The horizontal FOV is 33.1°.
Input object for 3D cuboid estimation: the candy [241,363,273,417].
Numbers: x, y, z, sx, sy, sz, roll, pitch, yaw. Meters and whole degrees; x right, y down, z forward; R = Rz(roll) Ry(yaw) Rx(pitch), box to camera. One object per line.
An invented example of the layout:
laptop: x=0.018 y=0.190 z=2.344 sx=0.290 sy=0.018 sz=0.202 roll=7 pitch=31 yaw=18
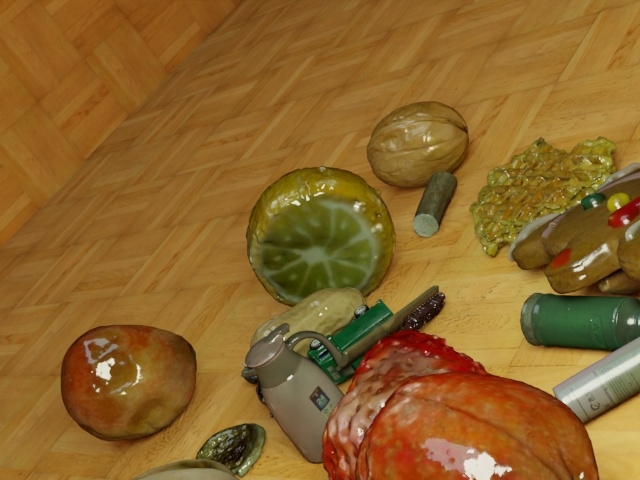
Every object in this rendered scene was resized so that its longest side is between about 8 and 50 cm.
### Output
candy: x=-0.073 y=0.229 z=1.752 sx=0.094 sy=0.051 sz=0.226 roll=-34 pitch=24 yaw=-1

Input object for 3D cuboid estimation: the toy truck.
toy truck: x=0.056 y=0.161 z=1.685 sx=0.147 sy=0.065 sz=0.079 roll=-36 pitch=23 yaw=-1

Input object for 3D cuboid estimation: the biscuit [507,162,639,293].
biscuit: x=0.405 y=-0.031 z=1.407 sx=0.283 sy=0.064 sz=0.432 roll=-32 pitch=7 yaw=1

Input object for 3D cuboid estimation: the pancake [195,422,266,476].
pancake: x=-0.140 y=0.330 z=1.693 sx=0.129 sy=0.022 sz=0.116 roll=-14 pitch=32 yaw=31

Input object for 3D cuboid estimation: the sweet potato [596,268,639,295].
sweet potato: x=0.446 y=0.010 z=1.442 sx=0.078 sy=0.058 sz=0.255 roll=1 pitch=30 yaw=34

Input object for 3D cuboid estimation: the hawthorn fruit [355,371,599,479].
hawthorn fruit: x=0.164 y=0.264 z=1.129 sx=0.262 sy=0.258 sz=0.258 roll=18 pitch=45 yaw=11

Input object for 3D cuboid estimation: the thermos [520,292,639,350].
thermos: x=0.356 y=0.108 z=1.392 sx=0.188 sy=0.083 sz=0.073 roll=0 pitch=72 yaw=50

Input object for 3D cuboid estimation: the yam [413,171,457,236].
yam: x=0.203 y=-0.067 z=1.915 sx=0.054 sy=0.054 sz=0.132 roll=-16 pitch=33 yaw=38

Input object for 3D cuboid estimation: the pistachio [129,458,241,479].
pistachio: x=-0.217 y=0.397 z=1.538 sx=0.238 sy=0.153 sz=0.138 roll=-18 pitch=25 yaw=-29

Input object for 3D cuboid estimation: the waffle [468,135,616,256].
waffle: x=0.360 y=-0.086 z=1.746 sx=0.291 sy=0.051 sz=0.291 roll=-30 pitch=24 yaw=15

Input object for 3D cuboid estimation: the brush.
brush: x=0.111 y=0.133 z=1.600 sx=0.036 sy=0.043 sz=0.248 roll=30 pitch=37 yaw=27

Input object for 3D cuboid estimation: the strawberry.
strawberry: x=0.108 y=0.215 z=1.422 sx=0.265 sy=0.149 sz=0.336 roll=-31 pitch=24 yaw=15

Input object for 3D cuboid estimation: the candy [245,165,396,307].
candy: x=0.000 y=0.000 z=1.819 sx=0.260 sy=0.260 sz=0.118 roll=-32 pitch=30 yaw=10

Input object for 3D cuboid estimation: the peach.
peach: x=-0.329 y=0.244 z=1.892 sx=0.236 sy=0.214 sz=0.214 roll=-16 pitch=26 yaw=1

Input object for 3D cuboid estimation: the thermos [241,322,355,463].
thermos: x=-0.021 y=0.207 z=1.550 sx=0.137 sy=0.193 sz=0.105 roll=-39 pitch=23 yaw=-9

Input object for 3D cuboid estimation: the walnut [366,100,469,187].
walnut: x=0.182 y=-0.179 z=2.028 sx=0.207 sy=0.159 sz=0.159 roll=-20 pitch=29 yaw=30

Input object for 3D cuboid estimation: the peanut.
peanut: x=-0.015 y=0.142 z=1.752 sx=0.214 sy=0.090 sz=0.098 roll=-33 pitch=62 yaw=-22

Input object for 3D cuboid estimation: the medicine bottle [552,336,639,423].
medicine bottle: x=0.324 y=0.184 z=1.301 sx=0.199 sy=0.057 sz=0.057 roll=-31 pitch=25 yaw=9
